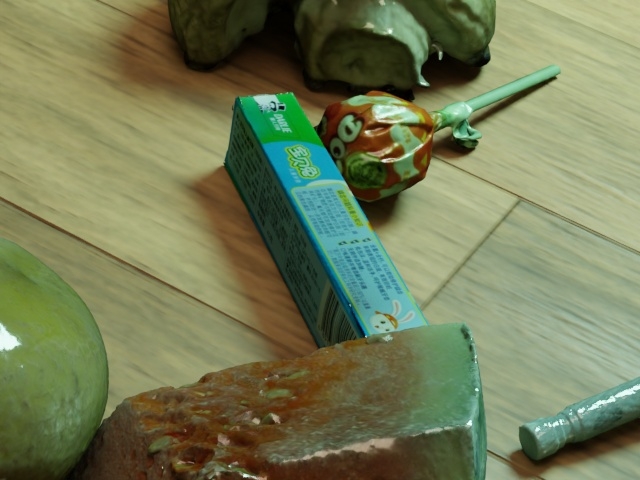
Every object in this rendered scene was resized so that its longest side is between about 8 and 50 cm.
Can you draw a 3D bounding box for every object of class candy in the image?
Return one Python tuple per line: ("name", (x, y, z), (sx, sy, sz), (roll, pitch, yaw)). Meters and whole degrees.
("candy", (0.100, -0.099, 1.420), (0.084, 0.078, 0.288), (14, 26, 36))

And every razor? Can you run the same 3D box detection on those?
("razor", (0.233, 0.095, 1.225), (0.232, 0.068, 0.106), (-19, 47, -21))

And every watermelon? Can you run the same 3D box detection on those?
("watermelon", (-0.030, 0.146, 1.077), (0.257, 0.139, 0.193), (1, 32, 2))

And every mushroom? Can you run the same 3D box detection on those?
("mushroom", (0.018, -0.233, 1.474), (0.267, 0.164, 0.189), (8, 41, -1))

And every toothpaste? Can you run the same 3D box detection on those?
("toothpaste", (0.000, 0.000, 1.273), (0.050, 0.065, 0.266), (-9, 43, -20))

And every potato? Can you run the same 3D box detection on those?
("potato", (-0.219, 0.080, 1.074), (0.178, 0.160, 0.235), (51, 27, -10))
